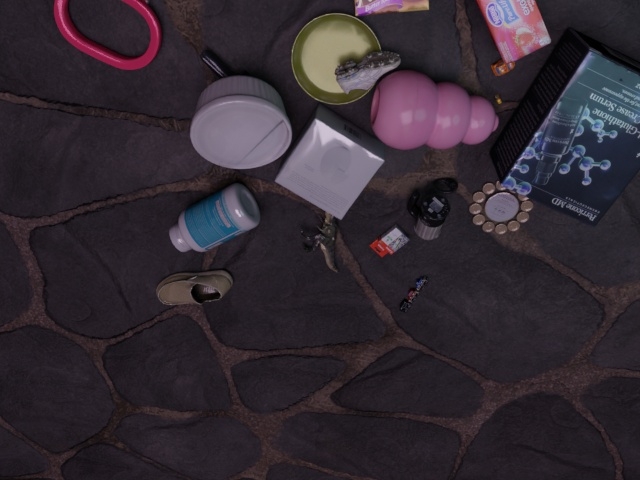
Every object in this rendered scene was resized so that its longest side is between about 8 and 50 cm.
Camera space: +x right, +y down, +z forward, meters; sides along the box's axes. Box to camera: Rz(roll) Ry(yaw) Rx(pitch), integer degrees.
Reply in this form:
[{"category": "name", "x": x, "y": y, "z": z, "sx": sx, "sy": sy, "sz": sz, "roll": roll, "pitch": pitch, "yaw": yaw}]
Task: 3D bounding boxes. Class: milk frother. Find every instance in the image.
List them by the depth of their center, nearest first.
[{"category": "milk frother", "x": 0.340, "y": -0.096, "z": 1.891, "sx": 0.143, "sy": 0.129, "sz": 0.135, "roll": -23, "pitch": 158, "yaw": -12}]

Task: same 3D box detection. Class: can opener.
[{"category": "can opener", "x": -0.252, "y": -0.450, "z": 1.768, "sx": 0.186, "sy": 0.073, "sz": 0.059, "roll": 36, "pitch": 157, "yaw": -11}]

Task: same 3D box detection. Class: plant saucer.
[{"category": "plant saucer", "x": 0.043, "y": -0.483, "z": 1.719, "sx": 0.240, "sy": 0.037, "sz": 0.241, "roll": 2, "pitch": 120, "yaw": 4}]

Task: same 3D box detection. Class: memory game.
[{"category": "memory game", "x": 0.534, "y": -0.100, "z": 1.911, "sx": 0.186, "sy": 0.012, "sz": 0.186, "roll": 3, "pitch": 121, "yaw": 5}]

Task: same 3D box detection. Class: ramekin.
[{"category": "ramekin", "x": -0.214, "y": -0.323, "z": 1.741, "sx": 0.272, "sy": 0.127, "sz": 0.273, "roll": -5, "pitch": 147, "yaw": -3}]

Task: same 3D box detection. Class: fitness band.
[{"category": "fitness band", "x": -0.562, "y": -0.580, "z": 1.719, "sx": 0.290, "sy": 0.054, "sz": 0.209, "roll": 25, "pitch": 123, "yaw": -8}]

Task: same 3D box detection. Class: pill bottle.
[{"category": "pill bottle", "x": -0.324, "y": -0.058, "z": 1.948, "sx": 0.264, "sy": 0.146, "sz": 0.146, "roll": -25, "pitch": 115, "yaw": 19}]

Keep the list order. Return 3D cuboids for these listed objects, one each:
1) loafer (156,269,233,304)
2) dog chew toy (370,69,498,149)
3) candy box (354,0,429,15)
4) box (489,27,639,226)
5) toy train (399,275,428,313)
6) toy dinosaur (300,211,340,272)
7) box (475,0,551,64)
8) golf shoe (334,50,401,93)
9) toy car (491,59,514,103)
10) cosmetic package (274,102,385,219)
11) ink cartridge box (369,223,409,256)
[{"category": "loafer", "x": -0.422, "y": 0.161, "z": 2.119, "sx": 0.268, "sy": 0.092, "sz": 0.102, "roll": -13, "pitch": 118, "yaw": 13}, {"category": "dog chew toy", "x": 0.304, "y": -0.331, "z": 1.696, "sx": 0.331, "sy": 0.207, "sz": 0.207, "roll": 6, "pitch": 121, "yaw": -7}, {"category": "candy box", "x": 0.175, "y": -0.627, "z": 1.611, "sx": 0.186, "sy": 0.053, "sz": 0.109, "roll": -2, "pitch": 121, "yaw": 6}, {"category": "box", "x": 0.674, "y": -0.287, "z": 1.669, "sx": 0.293, "sy": 0.212, "sz": 0.396, "roll": 22, "pitch": 121, "yaw": -8}, {"category": "toy train", "x": 0.301, "y": 0.174, "z": 2.091, "sx": 0.036, "sy": 0.027, "sz": 0.158, "roll": 31, "pitch": 120, "yaw": 0}, {"category": "toy dinosaur", "x": 0.000, "y": 0.000, "z": 2.001, "sx": 0.118, "sy": 0.064, "sz": 0.268, "roll": -3, "pitch": 124, "yaw": 0}, {"category": "box", "x": 0.447, "y": -0.578, "z": 1.567, "sx": 0.122, "sy": 0.128, "sz": 0.257, "roll": -25, "pitch": 116, "yaw": 19}, {"category": "golf shoe", "x": 0.129, "y": -0.437, "z": 1.691, "sx": 0.176, "sy": 0.069, "sz": 0.086, "roll": -11, "pitch": 139, "yaw": 15}, {"category": "toy car", "x": 0.489, "y": -0.421, "z": 1.707, "sx": 0.060, "sy": 0.040, "sz": 0.122, "roll": -10, "pitch": 119, "yaw": 12}, {"category": "cosmetic package", "x": 0.027, "y": -0.220, "z": 1.818, "sx": 0.224, "sy": 0.138, "sz": 0.225, "roll": 30, "pitch": 118, "yaw": -12}, {"category": "ink cartridge box", "x": 0.212, "y": 0.007, "z": 1.998, "sx": 0.063, "sy": 0.029, "sz": 0.115, "roll": 42, "pitch": 116, "yaw": -18}]
